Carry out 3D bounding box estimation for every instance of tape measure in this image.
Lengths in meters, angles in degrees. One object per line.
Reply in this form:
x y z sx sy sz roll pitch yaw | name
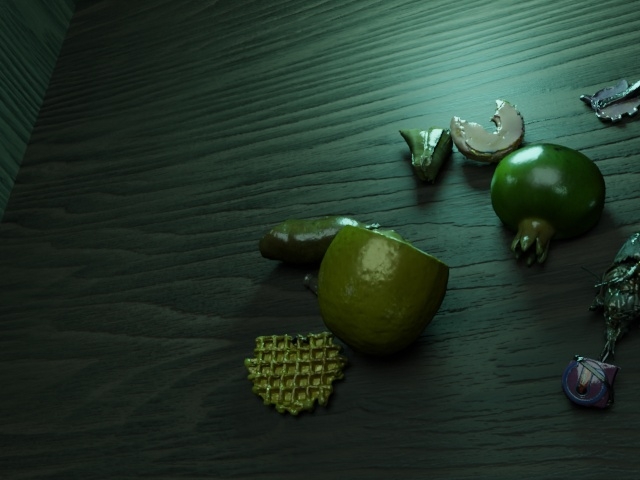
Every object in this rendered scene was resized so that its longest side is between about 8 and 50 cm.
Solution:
0.641 0.340 1.569 0.125 0.074 0.118 18 84 32 | tape measure

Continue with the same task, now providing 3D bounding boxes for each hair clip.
0.921 -0.436 2.034 0.187 0.056 0.146 -28 51 13 | hair clip

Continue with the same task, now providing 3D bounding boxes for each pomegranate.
0.614 -0.119 1.823 0.309 0.216 0.359 13 63 26 | pomegranate

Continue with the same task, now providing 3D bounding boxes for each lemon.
0.150 0.143 1.756 0.363 0.364 0.365 -11 53 15 | lemon

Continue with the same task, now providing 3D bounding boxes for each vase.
-0.007 0.138 2.001 0.100 0.053 0.053 26 69 39 | vase

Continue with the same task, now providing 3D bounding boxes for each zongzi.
0.314 -0.290 2.138 0.197 0.099 0.195 13 56 27 | zongzi

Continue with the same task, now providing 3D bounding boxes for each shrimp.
0.741 0.129 1.655 0.172 0.137 0.372 16 61 48 | shrimp

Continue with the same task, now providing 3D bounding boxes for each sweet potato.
0.000 0.000 2.036 0.369 0.158 0.158 -3 56 15 | sweet potato

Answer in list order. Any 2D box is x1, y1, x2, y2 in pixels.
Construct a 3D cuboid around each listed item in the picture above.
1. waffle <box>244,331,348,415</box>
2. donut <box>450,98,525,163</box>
-0.067 0.356 1.866 0.283 0.065 0.309 -44 55 -8 | waffle
0.533 -0.331 2.077 0.232 0.085 0.199 -19 61 0 | donut
